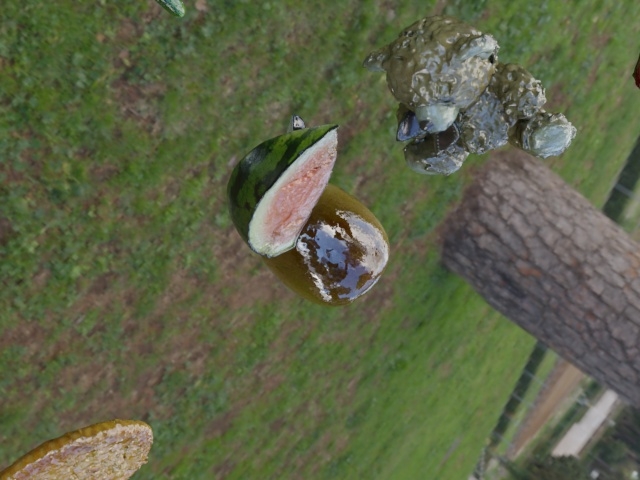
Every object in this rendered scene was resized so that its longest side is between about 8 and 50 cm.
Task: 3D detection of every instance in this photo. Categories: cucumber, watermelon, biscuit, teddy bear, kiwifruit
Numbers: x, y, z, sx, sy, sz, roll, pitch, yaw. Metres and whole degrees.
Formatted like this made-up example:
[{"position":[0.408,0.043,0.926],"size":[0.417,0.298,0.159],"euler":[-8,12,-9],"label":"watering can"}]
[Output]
[{"position":[-0.277,-0.421,1.331],"size":[0.155,0.037,0.037],"euler":[34,93,-42],"label":"cucumber"},{"position":[-0.048,-0.055,0.963],"size":[0.119,0.063,0.245],"euler":[-13,149,-24],"label":"watermelon"},{"position":[-0.335,0.319,1.060],"size":[0.254,0.035,0.254],"euler":[-28,154,-15],"label":"biscuit"},{"position":[0.189,-0.203,1.098],"size":[0.256,0.267,0.156],"euler":[24,67,-48],"label":"teddy bear"},{"position":[0.000,0.000,1.386],"size":[0.196,0.234,0.196],"euler":[-44,-172,7],"label":"kiwifruit"}]

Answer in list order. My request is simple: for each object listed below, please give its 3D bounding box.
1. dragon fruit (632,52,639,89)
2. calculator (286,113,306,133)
[{"position":[0.377,-0.177,0.721],"size":[0.172,0.172,0.209],"euler":[-34,155,-37],"label":"dragon fruit"},{"position":[-0.062,-0.103,1.588],"size":[0.040,0.177,0.268],"euler":[6,132,-16],"label":"calculator"}]
